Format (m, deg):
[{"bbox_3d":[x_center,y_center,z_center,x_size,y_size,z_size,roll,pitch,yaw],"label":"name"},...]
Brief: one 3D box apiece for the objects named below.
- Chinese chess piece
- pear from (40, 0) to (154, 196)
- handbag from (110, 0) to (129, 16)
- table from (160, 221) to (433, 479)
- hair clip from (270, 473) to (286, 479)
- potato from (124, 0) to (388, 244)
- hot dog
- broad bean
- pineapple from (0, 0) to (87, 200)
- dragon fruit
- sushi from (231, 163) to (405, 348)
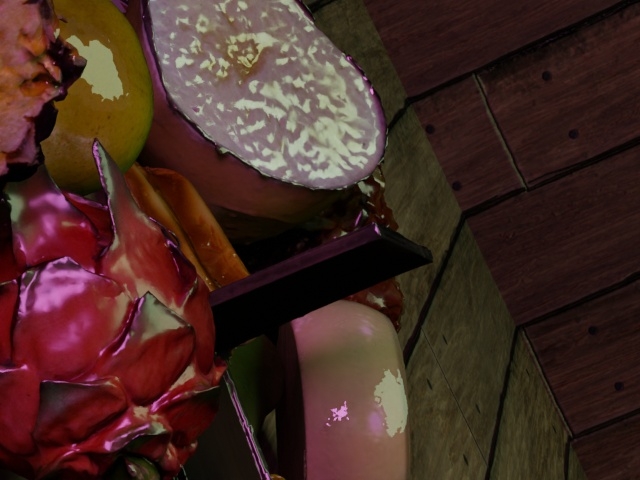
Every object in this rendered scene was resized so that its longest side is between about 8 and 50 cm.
[{"bbox_3d":[0.017,0.180,1.645,0.251,0.097,0.250,179,-90,-82],"label":"Chinese chess piece"},{"bbox_3d":[-0.215,-0.113,1.285,0.198,0.198,0.198,59,15,-26],"label":"pear"},{"bbox_3d":[-0.163,-0.298,1.858,0.151,0.171,0.298,-101,165,-44],"label":"handbag"},{"bbox_3d":[-0.019,0.158,1.354,0.250,0.282,0.196,70,13,14],"label":"table"},{"bbox_3d":[-0.040,0.273,1.538,0.046,0.072,0.173,-94,163,-82],"label":"hair clip"},{"bbox_3d":[-0.106,-0.129,1.755,0.299,0.196,0.246,47,44,-9],"label":"potato"},{"bbox_3d":[-0.128,0.013,1.576,0.100,0.068,0.249,14,29,-39],"label":"hot dog"},{"bbox_3d":[-0.086,0.126,1.587,0.124,0.082,0.174,62,13,-4],"label":"broad bean"},{"bbox_3d":[-0.296,-0.164,1.062,0.262,0.262,0.271,52,7,-46],"label":"pineapple"},{"bbox_3d":[-0.170,0.052,1.166,0.274,0.192,0.193,65,8,7],"label":"dragon fruit"},{"bbox_3d":[0.000,0.000,1.936,0.343,0.182,0.196,-96,165,-45],"label":"sushi"}]
